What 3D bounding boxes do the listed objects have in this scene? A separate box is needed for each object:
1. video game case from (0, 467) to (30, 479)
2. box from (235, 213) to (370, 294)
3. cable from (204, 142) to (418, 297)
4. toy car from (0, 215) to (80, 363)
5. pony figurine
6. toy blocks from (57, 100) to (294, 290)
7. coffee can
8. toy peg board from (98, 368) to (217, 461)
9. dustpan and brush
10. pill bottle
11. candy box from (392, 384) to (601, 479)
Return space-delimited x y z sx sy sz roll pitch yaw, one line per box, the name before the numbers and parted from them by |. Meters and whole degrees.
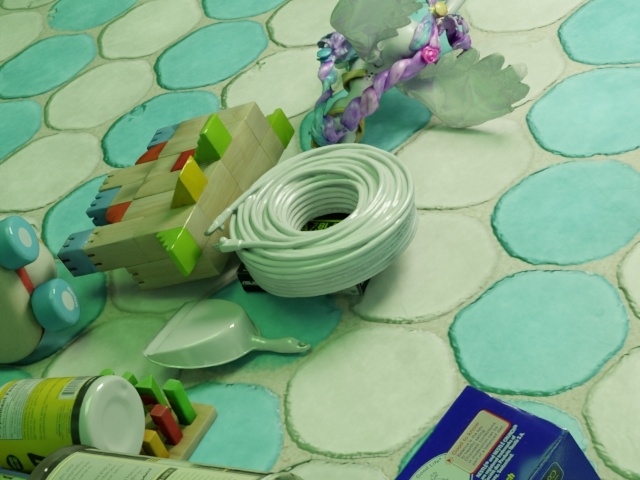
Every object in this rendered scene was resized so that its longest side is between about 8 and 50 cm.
video game case | -0.406 0.381 1.545 0.270 0.061 0.244 7 53 23
box | 0.000 0.000 1.892 0.191 0.045 0.184 1 44 27
cable | 0.006 -0.028 1.816 0.257 0.089 0.257 14 48 36
toy car | -0.465 0.043 1.962 0.219 0.210 0.238 -23 22 17
pony figurine | 0.128 -0.293 2.058 0.351 0.303 0.363 -33 24 45
toy blocks | -0.226 -0.059 1.999 0.261 0.190 0.381 -11 36 32
coffee can | -0.162 0.330 1.414 0.275 0.201 0.201 2 42 29
toy peg board | -0.244 0.238 1.681 0.161 0.079 0.160 5 43 32
dustpan and brush | -0.113 0.129 1.784 0.211 0.060 0.147 -8 25 29
pill bottle | -0.328 0.225 1.618 0.208 0.119 0.119 -5 39 27
candy box | 0.146 0.322 1.133 0.268 0.317 0.122 -49 41 -15
